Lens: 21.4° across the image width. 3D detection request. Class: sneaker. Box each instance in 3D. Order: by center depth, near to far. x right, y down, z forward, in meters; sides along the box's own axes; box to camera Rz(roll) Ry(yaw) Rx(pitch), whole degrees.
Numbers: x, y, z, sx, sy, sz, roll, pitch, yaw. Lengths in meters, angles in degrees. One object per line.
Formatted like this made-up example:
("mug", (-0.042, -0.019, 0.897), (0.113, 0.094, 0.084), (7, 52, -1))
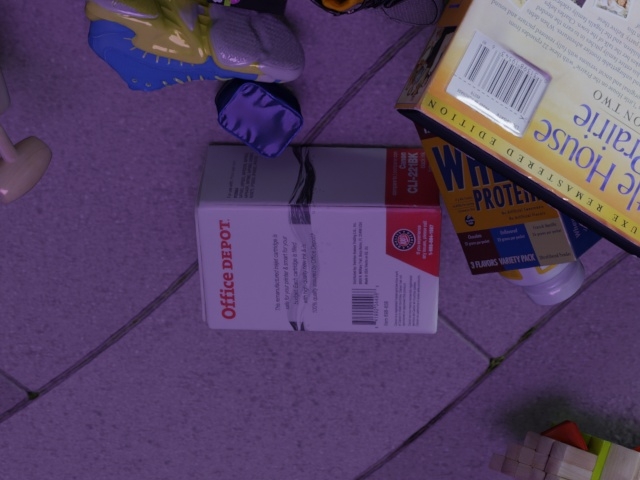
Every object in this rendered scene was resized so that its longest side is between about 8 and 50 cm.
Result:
("sneaker", (0.034, -0.258, 1.718), (0.225, 0.093, 0.088), (17, 141, -34))
("sneaker", (-0.140, -0.206, 1.809), (0.240, 0.091, 0.126), (22, 141, -6))

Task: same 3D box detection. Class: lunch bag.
("lunch bag", (-0.065, -0.142, 1.863), (0.098, 0.065, 0.067), (35, 108, -23))

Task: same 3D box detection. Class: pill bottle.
("pill bottle", (0.231, -0.014, 1.927), (0.103, 0.103, 0.184), (-20, 126, 20))

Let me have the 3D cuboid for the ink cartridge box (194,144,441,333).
("ink cartridge box", (0.000, 0.000, 1.946), (0.272, 0.114, 0.197), (1, 131, 2))

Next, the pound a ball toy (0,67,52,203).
("pound a ball toy", (-0.382, -0.218, 1.748), (0.208, 0.136, 0.319), (21, 140, 34))

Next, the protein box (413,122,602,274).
("protein box", (0.225, -0.101, 1.727), (0.136, 0.201, 0.200), (-9, 108, 44))

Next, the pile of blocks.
("pile of blocks", (0.391, 0.296, 2.199), (0.362, 0.149, 0.113), (22, 86, -26))

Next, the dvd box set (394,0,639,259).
("dvd box set", (0.292, -0.231, 1.594), (0.307, 0.062, 0.420), (29, 85, -20))

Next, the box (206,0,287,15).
("box", (-0.071, -0.277, 1.754), (0.083, 0.052, 0.062), (10, 132, -6))
